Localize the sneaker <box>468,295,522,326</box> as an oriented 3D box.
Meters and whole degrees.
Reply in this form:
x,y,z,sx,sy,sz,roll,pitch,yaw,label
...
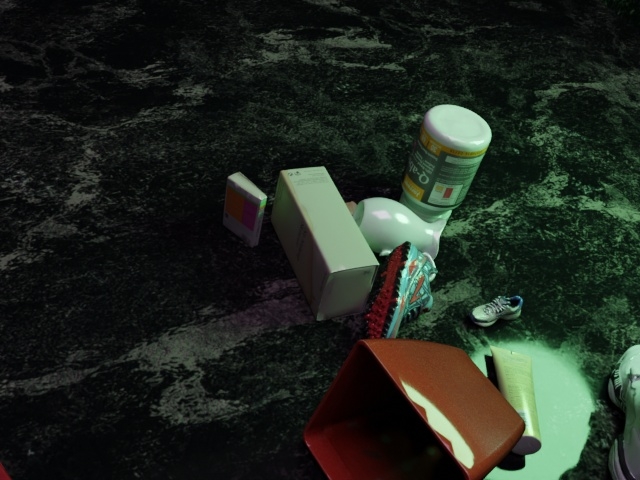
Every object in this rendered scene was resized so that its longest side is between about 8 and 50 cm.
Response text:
x,y,z,sx,sy,sz,roll,pitch,yaw,label
0.387,0.147,1.491,0.135,0.058,0.052,-11,49,-25,sneaker

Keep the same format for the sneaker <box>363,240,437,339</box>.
x,y,z,sx,sy,sz,roll,pitch,yaw,label
0.184,0.127,1.415,0.125,0.104,0.261,34,57,-16,sneaker

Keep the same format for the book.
x,y,z,sx,sy,sz,roll,pitch,yaw,label
-0.167,-0.064,1.481,0.096,0.144,0.035,39,47,22,book

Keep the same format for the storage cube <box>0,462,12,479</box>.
x,y,z,sx,sy,sz,roll,pitch,yaw,label
-0.430,0.438,0.846,0.184,0.214,0.193,-29,52,-36,storage cube

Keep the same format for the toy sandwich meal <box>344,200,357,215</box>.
x,y,z,sx,sy,sz,roll,pitch,yaw,label
0.054,-0.066,1.632,0.086,0.029,0.085,8,44,-8,toy sandwich meal

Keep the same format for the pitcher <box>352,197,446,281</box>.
x,y,z,sx,sy,sz,roll,pitch,yaw,label
0.175,-0.001,1.549,0.207,0.125,0.177,17,57,-15,pitcher

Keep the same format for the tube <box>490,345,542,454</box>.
x,y,z,sx,sy,sz,roll,pitch,yaw,label
0.388,0.306,1.335,0.070,0.062,0.240,51,28,-28,tube

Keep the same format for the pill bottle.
x,y,z,sx,sy,sz,roll,pitch,yaw,label
0.287,-0.170,1.627,0.162,0.278,0.162,9,43,-8,pill bottle

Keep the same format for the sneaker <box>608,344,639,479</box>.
x,y,z,sx,sy,sz,roll,pitch,yaw,label
0.660,0.304,1.298,0.138,0.210,0.365,24,44,8,sneaker

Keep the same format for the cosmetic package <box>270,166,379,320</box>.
x,y,z,sx,sy,sz,roll,pitch,yaw,label
0.000,0.000,1.457,0.113,0.160,0.309,-7,47,-22,cosmetic package

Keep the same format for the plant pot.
x,y,z,sx,sy,sz,roll,pitch,yaw,label
0.172,0.318,1.122,0.236,0.267,0.267,-9,48,-40,plant pot
